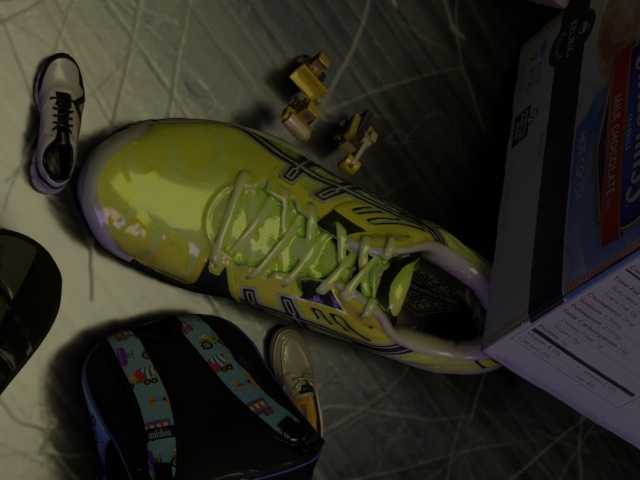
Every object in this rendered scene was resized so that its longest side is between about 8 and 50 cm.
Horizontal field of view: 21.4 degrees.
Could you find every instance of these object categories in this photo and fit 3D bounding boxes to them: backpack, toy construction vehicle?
[{"bbox_3d":[-0.101,0.145,1.290,0.158,0.173,0.117,-17,142,-24],"label":"backpack"},{"bbox_3d":[0.009,-0.103,1.351,0.086,0.035,0.098,47,31,-16],"label":"toy construction vehicle"}]

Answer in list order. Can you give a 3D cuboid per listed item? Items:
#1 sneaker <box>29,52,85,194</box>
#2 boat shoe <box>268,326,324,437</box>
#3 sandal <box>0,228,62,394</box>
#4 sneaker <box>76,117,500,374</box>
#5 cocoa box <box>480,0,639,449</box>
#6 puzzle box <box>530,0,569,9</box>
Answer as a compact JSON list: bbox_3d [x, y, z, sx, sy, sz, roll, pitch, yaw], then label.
[{"bbox_3d":[-0.197,-0.090,1.293,0.040,0.044,0.109,3,89,-20],"label":"sneaker"},{"bbox_3d":[-0.016,0.119,1.377,0.035,0.035,0.100,-12,96,-21],"label":"boat shoe"},{"bbox_3d":[-0.303,0.118,1.241,0.120,0.086,0.303,48,60,-11],"label":"sandal"},{"bbox_3d":[0.000,0.000,1.321,0.384,0.147,0.145,18,86,-21],"label":"sneaker"},{"bbox_3d":[0.297,-0.040,1.319,0.231,0.228,0.347,31,47,-20],"label":"cocoa box"},{"bbox_3d":[0.125,-0.379,1.299,0.409,0.052,0.272,28,84,-49],"label":"puzzle box"}]
